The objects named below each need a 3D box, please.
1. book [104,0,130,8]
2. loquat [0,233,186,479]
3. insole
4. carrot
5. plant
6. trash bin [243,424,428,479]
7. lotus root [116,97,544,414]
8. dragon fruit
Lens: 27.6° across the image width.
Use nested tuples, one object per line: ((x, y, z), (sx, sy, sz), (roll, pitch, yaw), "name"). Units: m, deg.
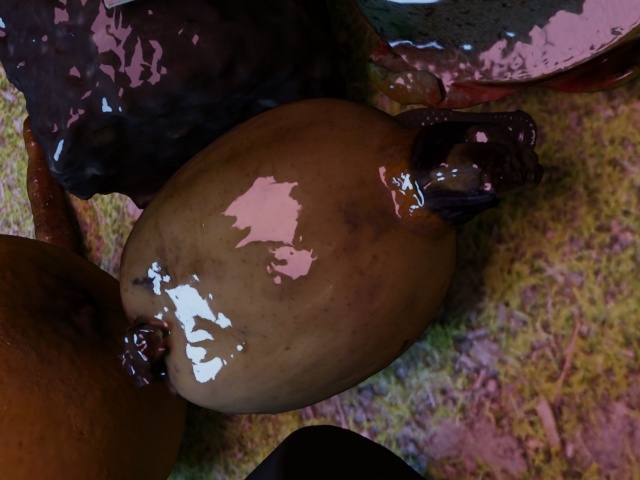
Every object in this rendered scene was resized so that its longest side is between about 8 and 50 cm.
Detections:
((-0.059, -0.221, 0.768), (0.182, 0.014, 0.127), (-15, 79, 14), "book")
((-0.233, 0.119, 0.963), (0.263, 0.263, 0.263), (-3, 85, 42), "loquat")
((0.085, -0.066, 0.859), (0.135, 0.002, 0.045), (3, 90, 42), "insole")
((-0.238, -0.036, 1.133), (0.036, 0.036, 0.165), (-34, 63, 36), "carrot")
((-0.125, -0.197, 0.915), (0.213, 0.215, 0.312), (-34, 71, 32), "plant")
((-0.053, 0.290, 0.830), (0.334, 0.214, 0.214), (-48, 57, 20), "trash bin")
((0.000, 0.000, 0.820), (0.310, 0.183, 0.182), (-32, 67, 37), "lotus root")
((0.115, -0.206, 0.762), (0.295, 0.130, 0.268), (19, 105, 41), "dragon fruit")
